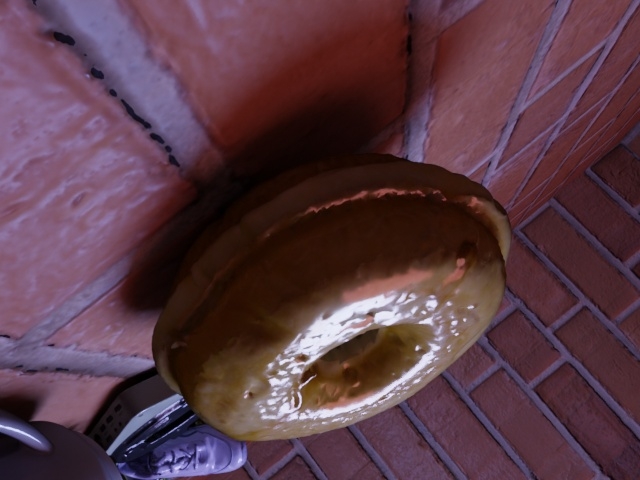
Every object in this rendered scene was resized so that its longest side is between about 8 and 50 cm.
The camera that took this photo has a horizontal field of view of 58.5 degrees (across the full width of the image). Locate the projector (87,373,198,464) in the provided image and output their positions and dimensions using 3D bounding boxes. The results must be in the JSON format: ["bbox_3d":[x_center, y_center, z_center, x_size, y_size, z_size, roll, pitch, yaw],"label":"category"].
[{"bbox_3d":[-0.266,0.297,0.994,0.259,0.079,0.257,-17,153,-51],"label":"projector"}]

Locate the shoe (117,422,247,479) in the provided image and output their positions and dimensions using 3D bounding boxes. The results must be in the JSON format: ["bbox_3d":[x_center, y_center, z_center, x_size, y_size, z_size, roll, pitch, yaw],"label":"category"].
[{"bbox_3d":[-0.270,0.418,1.112,0.245,0.095,0.138,-4,179,13],"label":"shoe"}]

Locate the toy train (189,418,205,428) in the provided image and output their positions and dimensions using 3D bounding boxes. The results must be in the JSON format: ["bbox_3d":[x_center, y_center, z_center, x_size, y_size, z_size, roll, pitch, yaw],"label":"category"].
[{"bbox_3d":[-0.191,0.342,1.269,0.226,0.090,0.137,-19,151,-51],"label":"toy train"}]

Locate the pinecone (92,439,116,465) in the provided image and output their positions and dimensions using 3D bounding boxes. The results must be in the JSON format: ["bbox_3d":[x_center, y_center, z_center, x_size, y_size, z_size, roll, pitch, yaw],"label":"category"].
[{"bbox_3d":[-0.364,0.347,0.825,0.140,0.140,0.120,-31,151,-29],"label":"pinecone"}]

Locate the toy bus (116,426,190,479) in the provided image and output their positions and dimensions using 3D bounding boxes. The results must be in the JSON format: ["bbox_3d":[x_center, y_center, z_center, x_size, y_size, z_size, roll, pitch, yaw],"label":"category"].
[{"bbox_3d":[-0.315,0.467,1.302,0.302,0.113,0.139,-22,156,-40],"label":"toy bus"}]

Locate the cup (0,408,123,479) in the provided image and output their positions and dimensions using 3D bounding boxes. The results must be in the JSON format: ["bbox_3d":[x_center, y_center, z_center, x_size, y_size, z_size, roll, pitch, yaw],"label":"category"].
[{"bbox_3d":[-0.370,0.297,0.565,0.327,0.237,0.322,-5,112,-62],"label":"cup"}]

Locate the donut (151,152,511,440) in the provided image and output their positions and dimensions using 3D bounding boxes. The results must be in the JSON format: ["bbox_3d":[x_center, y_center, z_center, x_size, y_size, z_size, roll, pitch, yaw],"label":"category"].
[{"bbox_3d":[0.023,0.080,0.689,0.450,0.198,0.448,-14,141,-12],"label":"donut"}]
